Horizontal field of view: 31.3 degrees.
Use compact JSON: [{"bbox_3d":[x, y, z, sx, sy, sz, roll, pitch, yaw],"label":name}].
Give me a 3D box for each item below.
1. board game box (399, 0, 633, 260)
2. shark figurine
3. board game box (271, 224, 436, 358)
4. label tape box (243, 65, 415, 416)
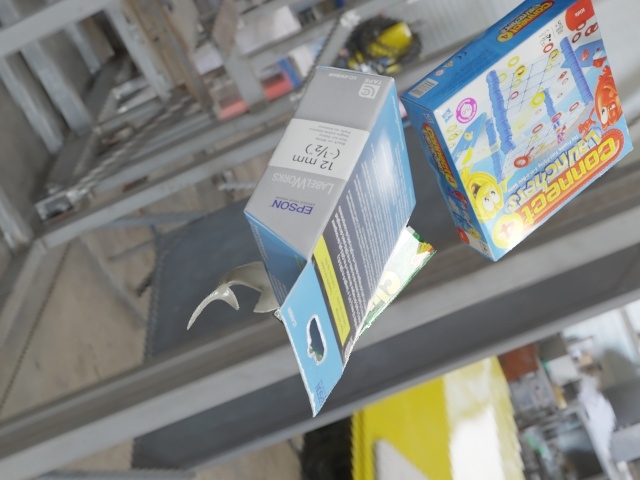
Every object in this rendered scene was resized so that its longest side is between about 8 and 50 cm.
[{"bbox_3d":[0.305,-0.177,1.727,0.086,0.308,0.302,36,-20,50],"label":"board game box"},{"bbox_3d":[-0.089,0.083,1.744,0.116,0.278,0.166,-51,138,-46],"label":"shark figurine"},{"bbox_3d":[0.055,0.068,1.872,0.136,0.259,0.030,41,-4,-4],"label":"board game box"},{"bbox_3d":[0.000,0.000,1.391,0.249,0.115,0.347,74,37,-52],"label":"label tape box"}]
